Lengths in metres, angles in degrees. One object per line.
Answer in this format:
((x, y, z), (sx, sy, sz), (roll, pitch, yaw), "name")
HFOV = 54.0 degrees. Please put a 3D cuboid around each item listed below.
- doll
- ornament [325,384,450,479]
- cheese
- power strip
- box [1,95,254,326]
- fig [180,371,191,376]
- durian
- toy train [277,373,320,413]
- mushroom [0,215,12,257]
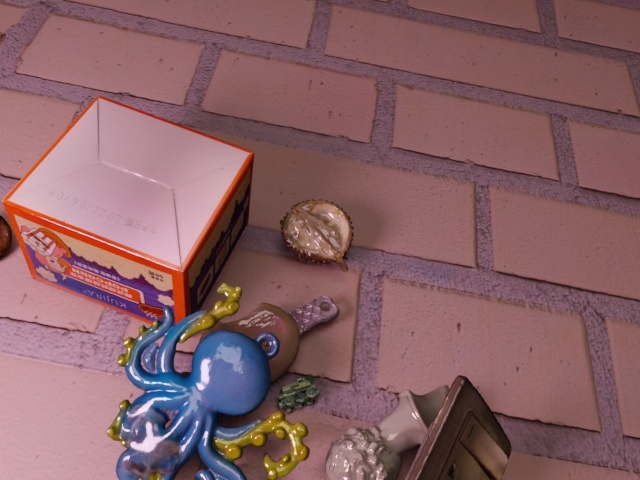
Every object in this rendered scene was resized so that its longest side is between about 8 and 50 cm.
((-0.196, 0.279, 1.052), (0.341, 0.099, 0.346), (-38, 81, -10), "doll")
((0.129, 0.345, 1.096), (0.285, 0.120, 0.130), (-33, 73, -27), "ornament")
((-0.089, 0.180, 1.215), (0.286, 0.082, 0.163), (-26, 62, -28), "cheese")
((0.209, 0.382, 1.024), (0.092, 0.257, 0.251), (13, 58, 48), "power strip")
((-0.350, -0.046, 1.229), (0.348, 0.257, 0.319), (19, 54, 4), "box")
((-0.234, 0.279, 1.120), (0.073, 0.074, 0.088), (12, 67, -1), "fig")
((0.000, 0.000, 1.357), (0.148, 0.091, 0.188), (-35, 68, -16), "durian")
((-0.044, 0.286, 1.169), (0.083, 0.033, 0.053), (-14, 52, -19), "toy train")
((-0.684, -0.008, 1.250), (0.126, 0.085, 0.109), (-23, 61, -18), "mushroom")
